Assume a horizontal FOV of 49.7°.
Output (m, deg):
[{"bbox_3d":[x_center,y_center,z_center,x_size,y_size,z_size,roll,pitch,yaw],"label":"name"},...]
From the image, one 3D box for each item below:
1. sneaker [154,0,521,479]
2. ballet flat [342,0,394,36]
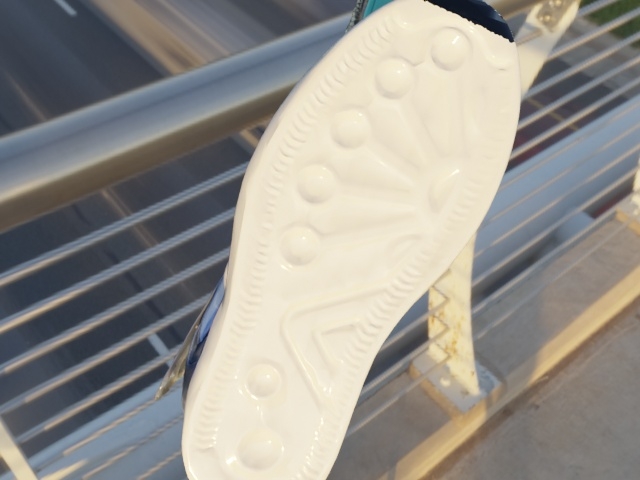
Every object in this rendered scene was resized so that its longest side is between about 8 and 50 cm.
[{"bbox_3d":[0.000,0.001,0.476,0.130,0.322,0.236,23,7,-7],"label":"sneaker"},{"bbox_3d":[0.133,-0.363,0.845,0.164,0.182,0.482,18,83,1],"label":"ballet flat"}]
